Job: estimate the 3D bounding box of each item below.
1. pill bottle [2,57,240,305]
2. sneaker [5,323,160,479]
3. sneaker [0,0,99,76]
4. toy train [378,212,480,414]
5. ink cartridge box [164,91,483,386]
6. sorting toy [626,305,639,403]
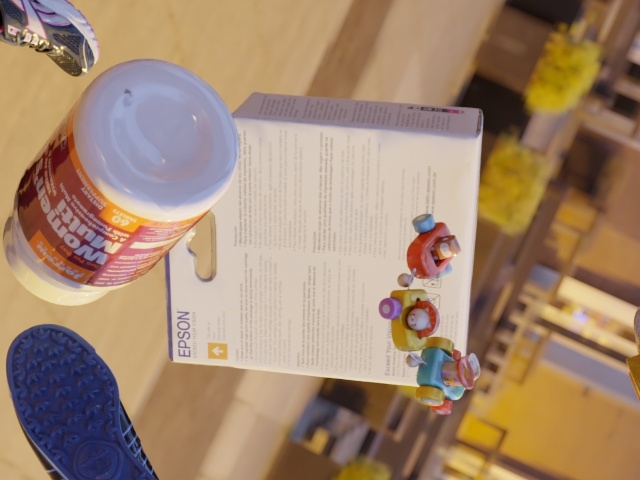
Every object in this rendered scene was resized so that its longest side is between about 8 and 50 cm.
[{"bbox_3d":[-0.153,-0.034,1.321,0.221,0.121,0.121,-40,-163,56],"label":"pill bottle"},{"bbox_3d":[-0.163,0.171,1.327,0.081,0.232,0.090,-23,153,-22],"label":"sneaker"},{"bbox_3d":[-0.300,-0.218,1.797,0.072,0.178,0.077,-6,-132,46],"label":"sneaker"},{"bbox_3d":[0.109,0.066,1.563,0.125,0.046,0.166,-40,117,-47],"label":"toy train"},{"bbox_3d":[0.000,0.000,1.927,0.071,0.330,0.324,-74,168,-56],"label":"ink cartridge box"},{"bbox_3d":[0.326,0.174,1.711,0.193,0.038,0.208,46,29,-74],"label":"sorting toy"}]
